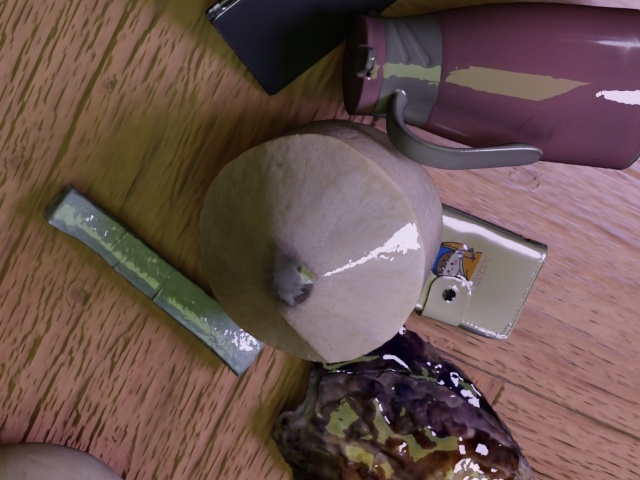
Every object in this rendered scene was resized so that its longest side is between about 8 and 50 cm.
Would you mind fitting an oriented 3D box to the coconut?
[{"bbox_3d":[0.000,0.000,1.063,0.202,0.222,0.202,4,105,14],"label":"coconut"}]

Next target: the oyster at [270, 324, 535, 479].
[{"bbox_3d":[0.087,0.209,1.216,0.271,0.100,0.275,-3,112,8],"label":"oyster"}]

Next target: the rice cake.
[{"bbox_3d":[-0.152,0.039,1.155,0.245,0.042,0.045,42,84,-17],"label":"rice cake"}]

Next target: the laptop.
[{"bbox_3d":[-0.002,-0.217,1.087,0.180,0.016,0.129,-37,143,3],"label":"laptop"}]

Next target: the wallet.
[{"bbox_3d":[0.131,0.027,1.199,0.155,0.039,0.110,21,98,-15],"label":"wallet"}]

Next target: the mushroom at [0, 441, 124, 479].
[{"bbox_3d":[-0.278,0.311,1.135,0.246,0.202,0.246,0,111,1],"label":"mushroom"}]

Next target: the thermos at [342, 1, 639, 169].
[{"bbox_3d":[0.152,-0.134,1.085,0.265,0.176,0.146,3,141,-12],"label":"thermos"}]
